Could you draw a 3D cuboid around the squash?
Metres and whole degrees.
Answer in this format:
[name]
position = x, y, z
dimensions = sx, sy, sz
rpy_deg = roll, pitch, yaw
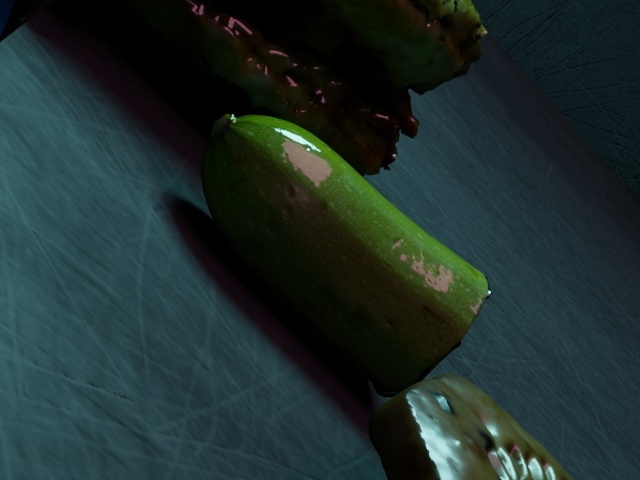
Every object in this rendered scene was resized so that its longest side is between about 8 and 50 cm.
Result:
[squash]
position = 0.000, 0.000, 1.085
dimensions = 0.188, 0.095, 0.095
rpy_deg = 41, 16, -21

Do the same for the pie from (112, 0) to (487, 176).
[pie]
position = -0.071, -0.240, 1.308
dimensions = 0.395, 0.180, 0.418
rpy_deg = 38, 11, -42

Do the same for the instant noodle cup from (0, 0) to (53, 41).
[instant noodle cup]
position = -0.174, -0.219, 0.812
dimensions = 0.240, 0.240, 0.178
rpy_deg = 59, 5, 31

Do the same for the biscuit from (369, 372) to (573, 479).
[biscuit]
position = 0.145, 0.210, 0.932
dimensions = 0.359, 0.046, 0.359
rpy_deg = 49, 13, -16
